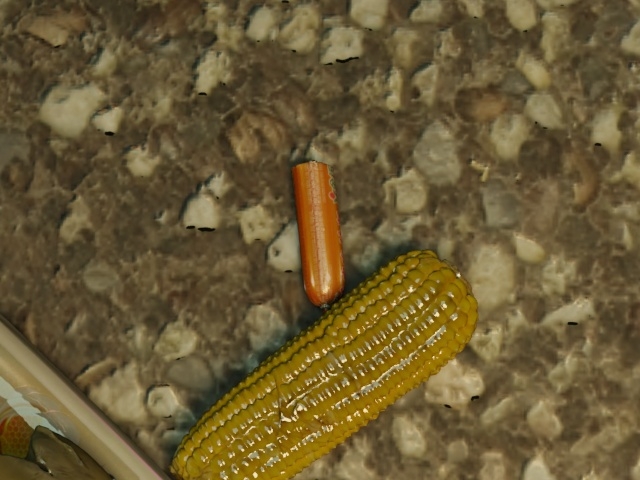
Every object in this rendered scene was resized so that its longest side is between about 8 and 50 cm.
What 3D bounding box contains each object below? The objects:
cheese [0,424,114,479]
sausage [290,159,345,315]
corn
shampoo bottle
[{"bbox_3d":[-0.178,0.212,0.776,0.175,0.091,0.202,24,111,16],"label":"cheese"},{"bbox_3d":[0.000,0.000,0.884,0.031,0.031,0.107,-7,76,1],"label":"sausage"},{"bbox_3d":[0.005,0.094,0.838,0.231,0.080,0.080,-38,78,-7],"label":"corn"},{"bbox_3d":[-0.179,0.140,0.846,0.227,0.056,0.086,43,93,10],"label":"shampoo bottle"}]
